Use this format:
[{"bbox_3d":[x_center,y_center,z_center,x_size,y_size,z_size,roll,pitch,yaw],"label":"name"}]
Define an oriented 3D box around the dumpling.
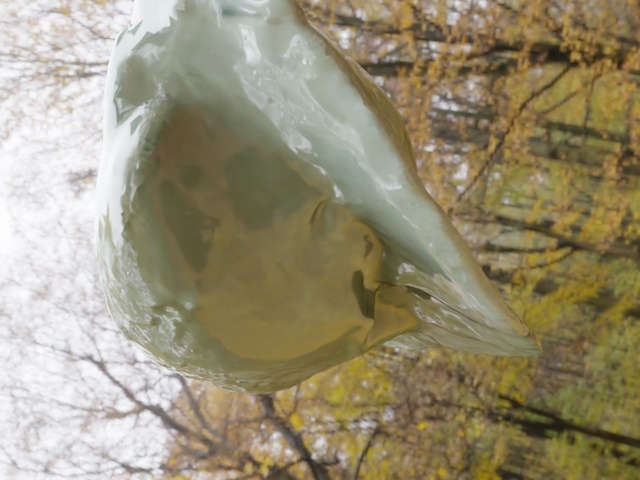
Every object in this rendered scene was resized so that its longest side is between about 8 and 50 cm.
[{"bbox_3d":[-0.028,-0.001,0.544,0.270,0.212,0.320,58,-168,1],"label":"dumpling"}]
